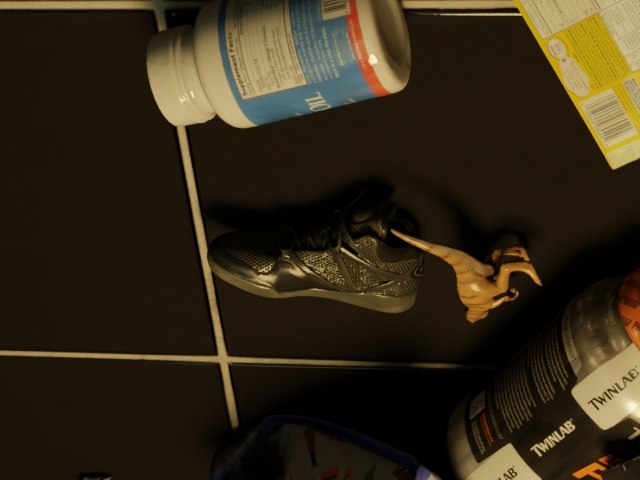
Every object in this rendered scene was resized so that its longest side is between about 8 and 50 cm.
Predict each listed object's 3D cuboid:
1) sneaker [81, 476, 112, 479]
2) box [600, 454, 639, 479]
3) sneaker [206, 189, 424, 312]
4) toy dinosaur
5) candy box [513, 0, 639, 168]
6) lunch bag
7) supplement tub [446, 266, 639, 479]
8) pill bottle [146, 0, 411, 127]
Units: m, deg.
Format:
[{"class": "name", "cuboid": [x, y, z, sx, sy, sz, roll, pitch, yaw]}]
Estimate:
[{"class": "sneaker", "cuboid": [-0.272, 0.348, 1.961, 0.043, 0.040, 0.109, -12, 131, 16]}, {"class": "box", "cuboid": [0.486, 0.291, 1.558, 0.312, 0.179, 0.343, -26, 152, 7]}, {"class": "sneaker", "cuboid": [0.000, 0.000, 1.556, 0.227, 0.087, 0.130, 9, 133, -5]}, {"class": "toy dinosaur", "cuboid": [0.162, 0.038, 1.548, 0.112, 0.064, 0.211, -25, 145, 7]}, {"class": "candy box", "cuboid": [0.259, -0.171, 1.347, 0.105, 0.027, 0.206, -25, 107, 27]}, {"class": "lunch bag", "cuboid": [0.055, 0.380, 1.748, 0.328, 0.239, 0.385, 48, 166, -26]}, {"class": "supplement tub", "cuboid": [0.293, 0.169, 1.597, 0.193, 0.194, 0.316, 26, 132, -16]}, {"class": "pill bottle", "cuboid": [-0.039, -0.171, 1.368, 0.221, 0.124, 0.124, -11, 131, 20]}]
